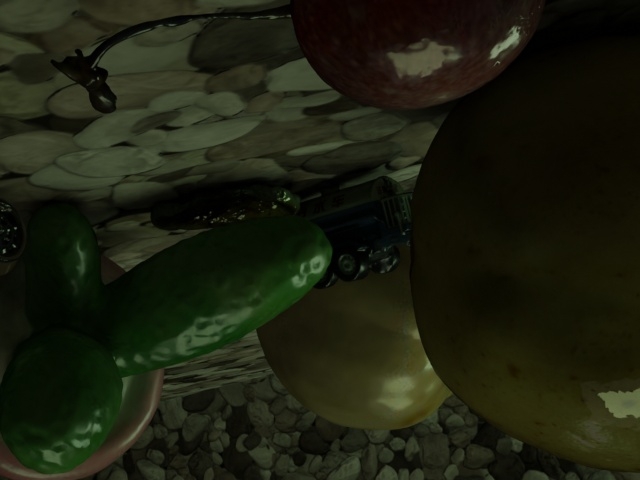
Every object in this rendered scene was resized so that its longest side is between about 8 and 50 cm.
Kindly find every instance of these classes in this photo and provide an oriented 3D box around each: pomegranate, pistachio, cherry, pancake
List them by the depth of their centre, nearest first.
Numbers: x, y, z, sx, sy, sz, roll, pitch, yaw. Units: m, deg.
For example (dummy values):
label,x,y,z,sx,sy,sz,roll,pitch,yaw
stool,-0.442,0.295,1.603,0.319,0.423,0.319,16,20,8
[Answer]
label,x,y,z,sx,sy,sz,roll,pitch,yaw
cherry,-0.003,-0.098,0.552,0.225,0.090,0.107,-10,-179,14
pomegranate,0.219,0.002,0.801,0.319,0.319,0.319,-12,170,-2
pancake,-0.080,-0.027,1.027,0.129,0.023,0.116,-9,171,11
pistachio,0.048,0.087,1.260,0.238,0.229,0.321,35,161,-12

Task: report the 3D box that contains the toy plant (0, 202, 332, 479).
label,x,y,z,sx,sy,sz,roll,pitch,yaw
toy plant,-0.202,0.083,1.015,0.317,0.211,0.356,-33,-176,-38

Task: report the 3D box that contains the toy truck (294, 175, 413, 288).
label,x,y,z,sx,sy,sz,roll,pitch,yaw
toy truck,0.000,0.000,1.076,0.201,0.088,0.074,-16,178,34

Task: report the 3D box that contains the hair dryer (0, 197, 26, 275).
label,x,y,z,sx,sy,sz,roll,pitch,yaw
hair dryer,-0.304,-0.001,0.817,0.117,0.064,0.181,-19,163,28
